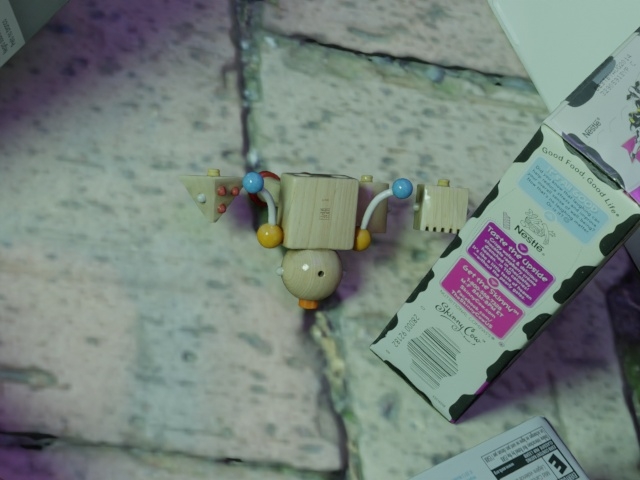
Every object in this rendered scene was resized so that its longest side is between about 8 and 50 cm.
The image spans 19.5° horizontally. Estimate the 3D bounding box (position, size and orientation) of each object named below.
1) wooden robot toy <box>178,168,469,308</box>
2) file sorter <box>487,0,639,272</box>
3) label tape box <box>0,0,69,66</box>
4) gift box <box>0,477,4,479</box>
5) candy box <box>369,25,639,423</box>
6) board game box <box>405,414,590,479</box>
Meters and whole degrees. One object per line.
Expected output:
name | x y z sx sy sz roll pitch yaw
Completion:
wooden robot toy | 0.000 0.000 1.084 0.173 0.076 0.079 2 93 -23
file sorter | 0.273 -0.113 1.187 0.173 0.193 0.277 -12 64 -33
label tape box | -0.305 -0.145 0.979 0.249 0.115 0.347 43 81 7
gift box | -0.100 0.262 0.740 0.276 0.255 0.258 33 60 -5
candy box | 0.136 -0.016 1.031 0.071 0.233 0.159 42 52 7
board game box | 0.110 0.257 0.898 0.224 0.097 0.303 -18 66 -45
